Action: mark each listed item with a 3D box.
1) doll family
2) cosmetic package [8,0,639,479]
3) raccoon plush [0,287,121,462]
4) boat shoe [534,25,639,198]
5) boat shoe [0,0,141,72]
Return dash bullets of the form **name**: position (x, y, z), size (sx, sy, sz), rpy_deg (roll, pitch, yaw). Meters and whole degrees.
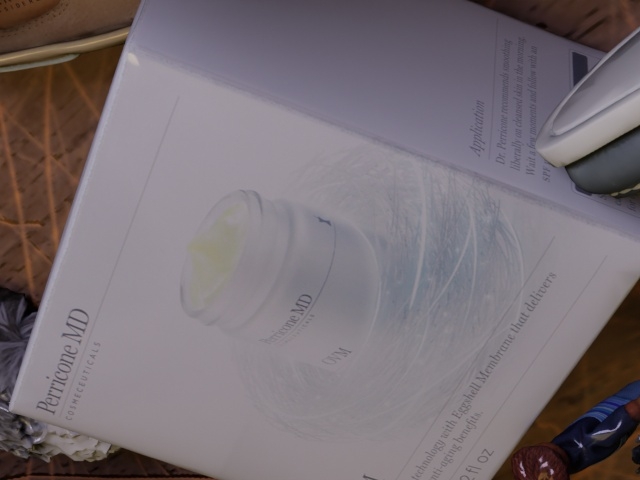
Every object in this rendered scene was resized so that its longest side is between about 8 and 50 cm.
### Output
- **doll family**: position (0.155, 0.059, 0.589), size (0.076, 0.111, 0.193), rpy_deg (41, 130, 19)
- **cosmetic package**: position (0.000, 0.000, 0.644), size (0.224, 0.138, 0.224), rpy_deg (20, 131, -7)
- **raccoon plush**: position (-0.347, 0.163, 0.966), size (0.446, 0.216, 0.299), rpy_deg (21, 136, 17)
- **boat shoe**: position (0.229, -0.081, 0.486), size (0.319, 0.116, 0.099), rpy_deg (-29, 105, 20)
- **boat shoe**: position (-0.098, -0.138, 0.687), size (0.285, 0.089, 0.105), rpy_deg (-19, 108, 37)
